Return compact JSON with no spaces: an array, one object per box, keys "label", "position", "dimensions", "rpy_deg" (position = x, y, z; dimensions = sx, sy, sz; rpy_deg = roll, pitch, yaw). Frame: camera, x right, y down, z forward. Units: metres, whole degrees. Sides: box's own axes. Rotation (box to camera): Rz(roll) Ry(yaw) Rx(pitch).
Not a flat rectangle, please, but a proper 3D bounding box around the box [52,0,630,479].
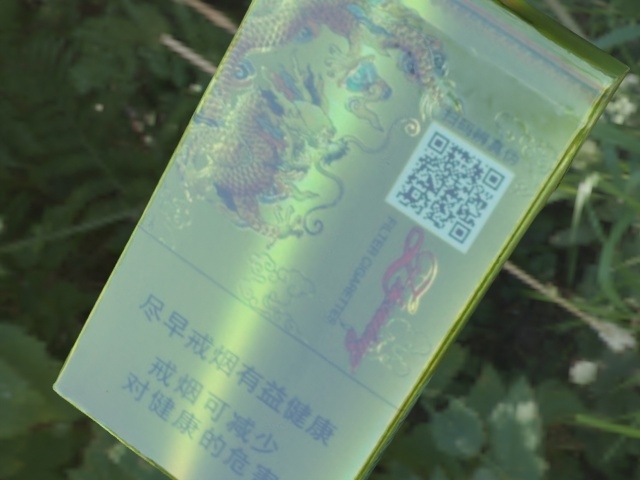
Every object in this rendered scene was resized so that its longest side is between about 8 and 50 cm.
[{"label":"box","position":[0.000,0.000,0.792],"dimensions":[0.173,0.043,0.311],"rpy_deg":[34,112,10]}]
